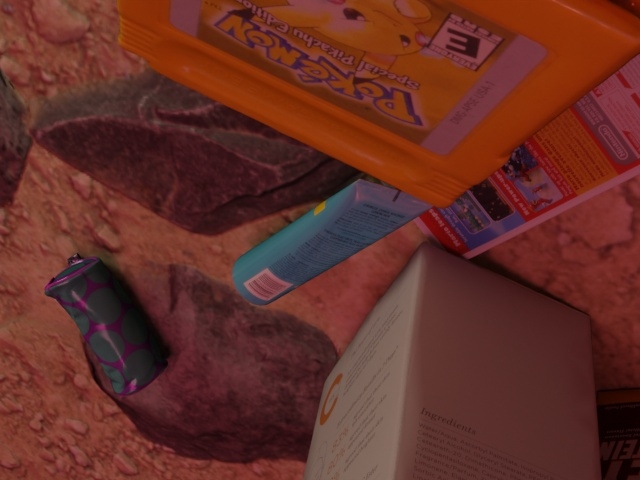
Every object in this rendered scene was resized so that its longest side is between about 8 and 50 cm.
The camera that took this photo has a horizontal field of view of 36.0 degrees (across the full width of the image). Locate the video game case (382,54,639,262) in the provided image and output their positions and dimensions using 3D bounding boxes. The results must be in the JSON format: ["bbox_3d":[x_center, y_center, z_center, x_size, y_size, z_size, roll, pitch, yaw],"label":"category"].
[{"bbox_3d":[0.150,-0.114,0.737,0.285,0.025,0.204,-30,107,36],"label":"video game case"}]

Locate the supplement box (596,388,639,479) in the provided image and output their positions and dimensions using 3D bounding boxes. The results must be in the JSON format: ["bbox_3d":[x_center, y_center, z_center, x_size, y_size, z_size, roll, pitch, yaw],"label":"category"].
[{"bbox_3d":[0.301,0.254,0.811,0.129,0.194,0.191,-9,118,29],"label":"supplement box"}]

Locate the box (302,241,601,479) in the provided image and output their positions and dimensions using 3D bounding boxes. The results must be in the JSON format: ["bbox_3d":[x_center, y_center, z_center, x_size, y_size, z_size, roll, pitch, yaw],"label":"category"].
[{"bbox_3d":[0.089,0.207,0.765,0.168,0.345,0.215,24,130,-8],"label":"box"}]

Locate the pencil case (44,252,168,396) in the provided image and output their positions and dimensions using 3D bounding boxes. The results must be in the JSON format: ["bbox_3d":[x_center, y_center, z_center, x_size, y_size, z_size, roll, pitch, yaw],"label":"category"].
[{"bbox_3d":[-0.223,0.089,1.023,0.070,0.064,0.151,-22,111,17],"label":"pencil case"}]

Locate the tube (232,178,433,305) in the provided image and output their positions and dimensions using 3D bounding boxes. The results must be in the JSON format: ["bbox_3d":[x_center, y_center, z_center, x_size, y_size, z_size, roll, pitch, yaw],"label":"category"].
[{"bbox_3d":[0.000,0.000,0.847,0.080,0.052,0.207,9,154,-37],"label":"tube"}]

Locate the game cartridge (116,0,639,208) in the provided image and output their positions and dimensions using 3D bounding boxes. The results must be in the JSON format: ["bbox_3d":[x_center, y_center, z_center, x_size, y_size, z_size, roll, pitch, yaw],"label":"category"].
[{"bbox_3d":[0.010,-0.132,0.612,0.285,0.052,0.323,25,162,-5],"label":"game cartridge"}]
